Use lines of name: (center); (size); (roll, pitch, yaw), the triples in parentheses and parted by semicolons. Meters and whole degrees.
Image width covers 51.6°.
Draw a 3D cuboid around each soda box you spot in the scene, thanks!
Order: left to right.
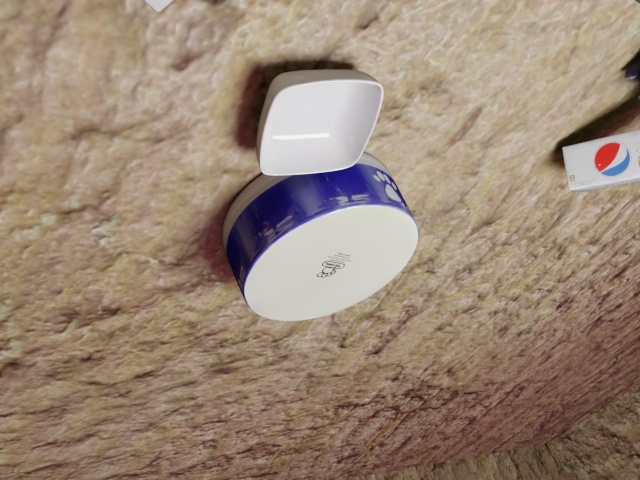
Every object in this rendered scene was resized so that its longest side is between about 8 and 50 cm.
soda box: (0.489, -0.130, 1.008); (0.216, 0.073, 0.069); (-11, 174, 36)

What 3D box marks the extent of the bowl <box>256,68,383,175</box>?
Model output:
bowl: (-0.008, -0.146, 0.781); (0.142, 0.053, 0.142); (-8, 144, -23)

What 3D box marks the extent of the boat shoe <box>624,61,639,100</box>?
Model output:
boat shoe: (0.598, -0.240, 0.999); (0.341, 0.127, 0.158); (11, 145, -38)

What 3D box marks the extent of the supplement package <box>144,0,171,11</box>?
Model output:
supplement package: (-0.080, -0.304, 0.439); (0.244, 0.133, 0.139); (-35, 146, 14)

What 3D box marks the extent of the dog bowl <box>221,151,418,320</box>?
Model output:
dog bowl: (0.000, 0.000, 0.942); (0.265, 0.104, 0.264); (-17, 146, -12)

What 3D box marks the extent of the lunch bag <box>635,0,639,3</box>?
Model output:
lunch bag: (0.244, -0.319, 0.501); (0.108, 0.279, 0.224); (-23, 136, -3)
